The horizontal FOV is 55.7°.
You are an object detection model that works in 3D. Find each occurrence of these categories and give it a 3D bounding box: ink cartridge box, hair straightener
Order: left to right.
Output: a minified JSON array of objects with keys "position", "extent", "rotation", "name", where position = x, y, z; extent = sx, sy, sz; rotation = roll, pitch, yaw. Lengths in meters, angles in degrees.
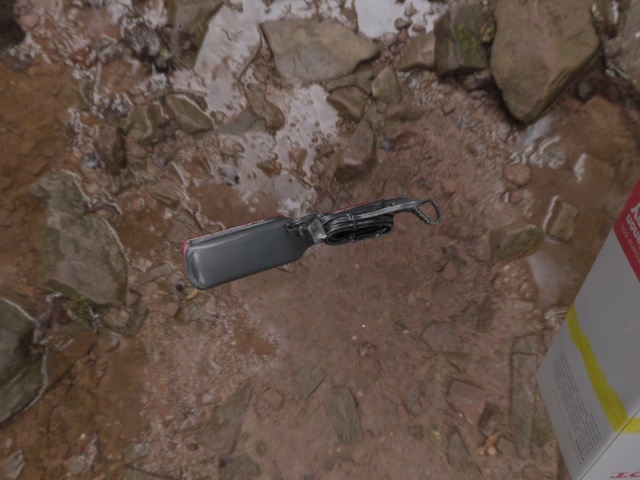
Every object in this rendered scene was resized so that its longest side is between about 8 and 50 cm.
[{"position":[0.000,0.000,0.509],"extent":[0.231,0.089,0.047],"rotation":[-10,100,-12],"name":"hair straightener"},{"position":[0.417,0.100,0.614],"extent":[0.280,0.384,0.160],"rotation":[-3,48,-4],"name":"ink cartridge box"}]
